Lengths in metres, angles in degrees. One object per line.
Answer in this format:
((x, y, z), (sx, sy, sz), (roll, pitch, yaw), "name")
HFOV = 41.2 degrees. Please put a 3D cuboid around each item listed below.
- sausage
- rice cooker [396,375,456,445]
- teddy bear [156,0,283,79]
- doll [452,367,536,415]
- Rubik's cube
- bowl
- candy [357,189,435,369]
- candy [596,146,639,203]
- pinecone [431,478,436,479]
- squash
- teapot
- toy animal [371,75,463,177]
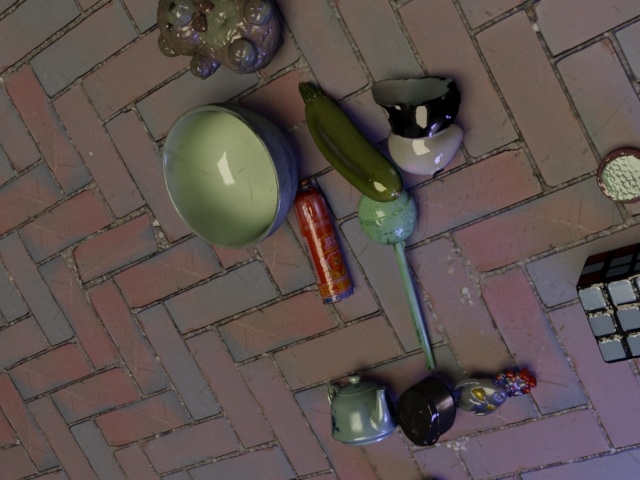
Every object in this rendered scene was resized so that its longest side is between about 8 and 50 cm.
((0.000, 0.000, 1.832), (0.074, 0.074, 0.274), (-11, 104, 29), "sausage")
((0.228, 0.366, 1.824), (0.112, 0.106, 0.165), (46, 154, 32), "rice cooker")
((-0.207, -0.438, 1.712), (0.267, 0.151, 0.236), (24, 95, 13), "teddy bear")
((0.359, 0.319, 1.788), (0.194, 0.062, 0.104), (-28, 140, 31), "doll")
((0.573, 0.106, 1.538), (0.163, 0.162, 0.161), (-18, 101, 32), "Rubik's cube")
((-0.173, -0.145, 1.795), (0.307, 0.163, 0.307), (11, 112, 28), "bowl")
((0.182, 0.082, 1.771), (0.119, 0.119, 0.440), (-7, 114, 28), "candy")
((0.550, -0.117, 1.529), (0.103, 0.043, 0.103), (11, 116, 24), "candy")
((0.248, 0.600, 1.942), (0.109, 0.102, 0.102), (-40, 89, 22), "pinecone")
((0.044, -0.192, 1.686), (0.341, 0.094, 0.094), (51, 125, 25), "squash")
((0.088, 0.367, 1.900), (0.232, 0.159, 0.159), (-9, 108, 58), "teapot")
((0.188, -0.216, 1.622), (0.166, 0.138, 0.179), (15, 126, 42), "toy animal")
